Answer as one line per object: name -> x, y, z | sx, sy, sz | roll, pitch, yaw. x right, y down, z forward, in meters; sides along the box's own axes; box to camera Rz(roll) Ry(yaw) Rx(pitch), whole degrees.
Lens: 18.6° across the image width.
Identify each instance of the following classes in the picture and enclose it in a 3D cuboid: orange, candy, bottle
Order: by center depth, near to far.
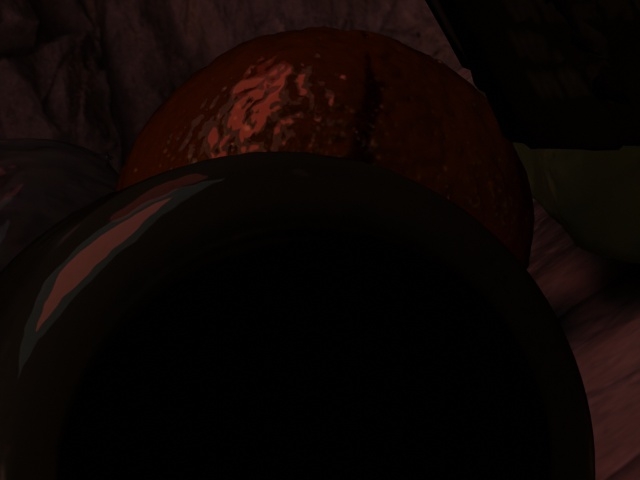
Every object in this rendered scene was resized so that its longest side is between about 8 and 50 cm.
bottle -> -0.048, 0.065, 0.642 | 0.168, 0.168, 0.347 | -34, 7, -14
orange -> 0.000, 0.000, 0.864 | 0.193, 0.193, 0.161 | -27, 48, 40
candy -> 0.154, -0.072, 0.938 | 0.142, 0.132, 0.343 | 10, 10, -2

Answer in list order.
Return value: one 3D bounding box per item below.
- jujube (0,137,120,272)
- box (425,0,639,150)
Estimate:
jujube -> -0.202, 0.095, 0.966 | 0.308, 0.215, 0.246 | -29, 30, -1
box -> 0.258, -0.171, 0.338 | 0.420, 0.138, 0.373 | 6, 43, 46
